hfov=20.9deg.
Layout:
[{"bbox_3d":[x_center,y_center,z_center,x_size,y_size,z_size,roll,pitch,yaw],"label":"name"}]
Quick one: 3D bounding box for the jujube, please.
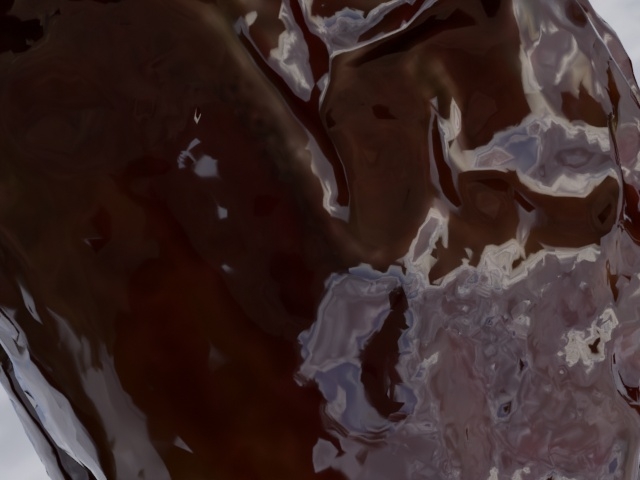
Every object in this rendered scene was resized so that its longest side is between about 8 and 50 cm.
[{"bbox_3d":[-0.001,0.002,0.674,0.276,0.377,0.276,-29,-171,5],"label":"jujube"}]
